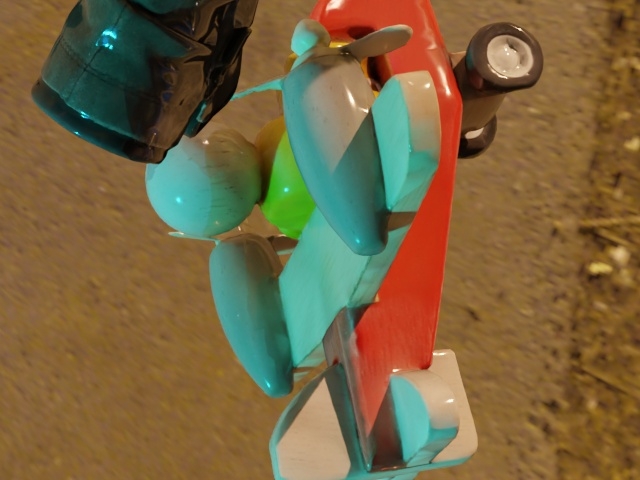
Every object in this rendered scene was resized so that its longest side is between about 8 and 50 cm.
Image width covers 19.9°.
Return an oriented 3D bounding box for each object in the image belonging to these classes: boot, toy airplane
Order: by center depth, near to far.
[{"bbox_3d":[-0.021,-0.177,0.842,0.118,0.338,0.222,32,120,12],"label":"boot"},{"bbox_3d":[0.000,0.000,1.342,0.272,0.384,0.386,13,112,-8],"label":"toy airplane"}]
